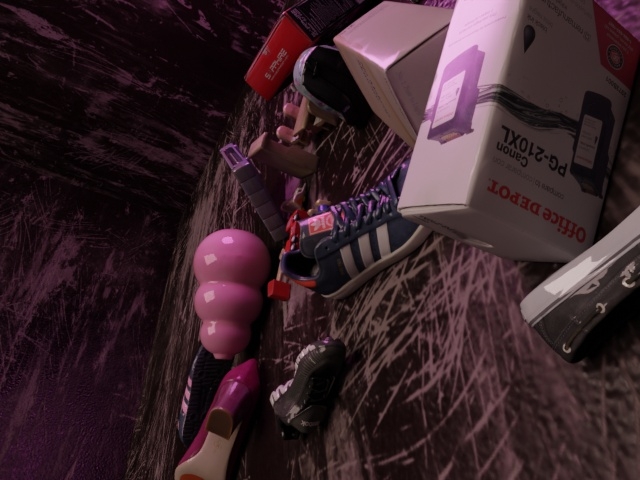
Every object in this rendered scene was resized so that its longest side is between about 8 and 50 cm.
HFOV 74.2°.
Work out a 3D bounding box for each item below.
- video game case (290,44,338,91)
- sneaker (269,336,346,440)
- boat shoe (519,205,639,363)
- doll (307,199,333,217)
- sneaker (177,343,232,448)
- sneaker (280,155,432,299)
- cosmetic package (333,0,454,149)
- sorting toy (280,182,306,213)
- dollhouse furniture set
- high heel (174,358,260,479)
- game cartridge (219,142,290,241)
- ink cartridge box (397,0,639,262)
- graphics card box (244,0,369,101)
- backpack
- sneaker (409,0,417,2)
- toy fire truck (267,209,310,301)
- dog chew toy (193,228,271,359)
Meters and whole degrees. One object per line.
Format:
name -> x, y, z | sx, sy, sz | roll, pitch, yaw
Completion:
video game case -> 0.030, -0.471, 1.092 | 0.183, 0.023, 0.201 | -42, 13, -25
sneaker -> -0.016, 0.258, 0.706 | 0.234, 0.078, 0.106 | -58, 30, 34
boat shoe -> 0.259, 0.018, 0.319 | 0.228, 0.080, 0.076 | -50, 49, 32
doll -> 0.000, 0.000, 0.894 | 0.129, 0.046, 0.188 | -46, 34, 44
sneaker -> -0.343, 0.415, 1.216 | 0.131, 0.112, 0.318 | -8, 64, 60
sneaker -> 0.052, -0.023, 0.681 | 0.350, 0.148, 0.131 | -50, 31, 37
cosmetic package -> 0.129, -0.244, 0.625 | 0.113, 0.160, 0.309 | -32, 30, 10
sorting toy -> -0.060, -0.114, 1.112 | 0.083, 0.045, 0.075 | -21, 47, 60
dollhouse furniture set -> -0.073, -0.313, 1.137 | 0.212, 0.161, 0.241 | -11, 63, 62
high heel -> -0.228, 0.462, 1.006 | 0.376, 0.127, 0.181 | -63, -3, 26
game cartridge -> -0.190, -0.147, 1.205 | 0.068, 0.230, 0.355 | -35, 27, -4
ink cartridge box -> 0.197, -0.111, 0.417 | 0.100, 0.172, 0.236 | 5, 77, 65
graphics card box -> -0.014, -0.530, 1.077 | 0.233, 0.094, 0.370 | -32, 18, 53
backpack -> 0.031, -0.340, 0.919 | 0.151, 0.182, 0.115 | -69, 24, 6
sneaker -> 0.205, -0.545, 0.891 | 0.083, 0.031, 0.035 | -63, 25, 15
toy fire truck -> -0.072, 0.035, 1.016 | 0.135, 0.047, 0.191 | -44, 35, 46
dog chew toy -> -0.238, 0.142, 1.116 | 0.207, 0.207, 0.331 | -26, 58, 57
